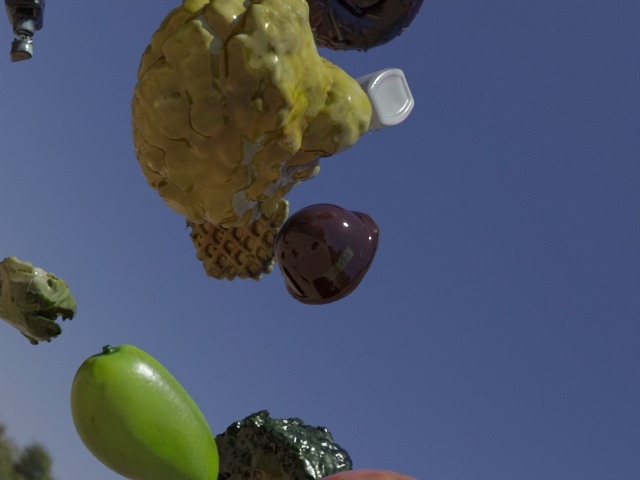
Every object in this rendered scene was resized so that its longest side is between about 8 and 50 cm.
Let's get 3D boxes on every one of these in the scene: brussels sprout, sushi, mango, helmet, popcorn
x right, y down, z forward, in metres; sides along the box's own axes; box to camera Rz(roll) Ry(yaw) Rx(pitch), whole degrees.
[{"bbox_3d":[-0.471,0.097,1.632,0.139,0.100,0.181,14,-22,11],"label":"brussels sprout"},{"bbox_3d":[-0.111,0.499,1.990,0.178,0.352,0.294,9,34,-53],"label":"sushi"},{"bbox_3d":[-0.307,0.339,1.815,0.343,0.192,0.156,52,-12,-16],"label":"mango"},{"bbox_3d":[0.000,0.000,1.540,0.155,0.175,0.106,50,-3,44],"label":"helmet"},{"bbox_3d":[-0.059,-0.115,0.891,0.203,0.225,0.200,16,5,-3],"label":"popcorn"}]

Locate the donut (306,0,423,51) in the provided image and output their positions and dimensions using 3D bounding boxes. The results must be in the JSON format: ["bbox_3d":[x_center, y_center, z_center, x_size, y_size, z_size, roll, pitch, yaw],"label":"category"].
[{"bbox_3d":[0.056,-0.379,1.484,0.235,0.235,0.089,63,-5,-30],"label":"donut"}]

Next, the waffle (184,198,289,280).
[{"bbox_3d":[-0.198,-0.046,2.393,0.282,0.058,0.300,14,-82,31],"label":"waffle"}]

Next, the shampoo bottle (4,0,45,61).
[{"bbox_3d":[-0.514,-0.464,1.795,0.098,0.071,0.309,130,-40,-69],"label":"shampoo bottle"}]

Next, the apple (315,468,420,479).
[{"bbox_3d":[0.068,0.514,1.485,0.364,0.364,0.364,38,-26,22],"label":"apple"}]

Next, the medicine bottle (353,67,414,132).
[{"bbox_3d":[0.023,-0.240,1.962,0.296,0.161,0.111,-11,-73,38],"label":"medicine bottle"}]
